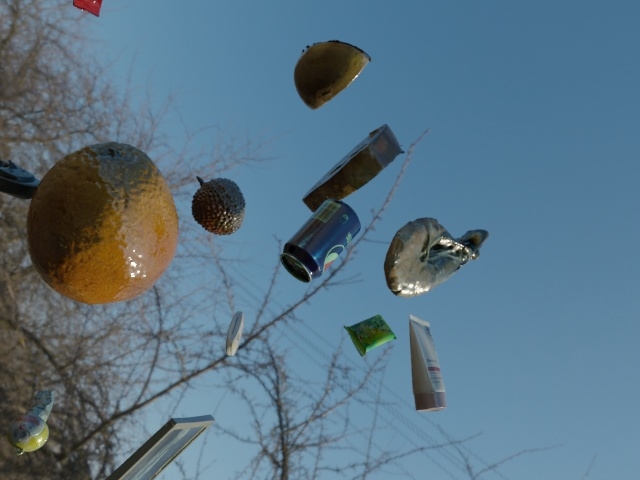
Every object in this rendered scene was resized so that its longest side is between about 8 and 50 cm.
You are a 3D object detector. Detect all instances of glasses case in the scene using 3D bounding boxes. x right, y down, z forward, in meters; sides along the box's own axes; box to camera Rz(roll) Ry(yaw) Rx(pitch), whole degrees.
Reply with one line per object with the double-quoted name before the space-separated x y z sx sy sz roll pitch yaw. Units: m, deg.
"glasses case" -0.259 0.280 1.874 0.164 0.041 0.063 -80 176 -58

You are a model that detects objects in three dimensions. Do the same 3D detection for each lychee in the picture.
"lychee" -0.301 -0.107 1.800 0.197 0.165 0.165 48 -36 14

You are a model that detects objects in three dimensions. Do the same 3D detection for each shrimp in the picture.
"shrimp" 0.333 0.031 1.791 0.109 0.445 0.221 11 -71 45

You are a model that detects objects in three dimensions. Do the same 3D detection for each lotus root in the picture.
"lotus root" 0.103 -0.226 1.990 0.111 0.375 0.390 48 2 -8

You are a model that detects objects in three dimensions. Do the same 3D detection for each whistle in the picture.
"whistle" -0.898 0.561 1.931 0.123 0.122 0.223 109 -7 -46

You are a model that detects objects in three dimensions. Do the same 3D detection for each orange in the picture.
"orange" -0.474 -0.038 1.369 0.322 0.322 0.357 33 -61 43

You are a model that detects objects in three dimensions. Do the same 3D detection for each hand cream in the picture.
"hand cream" 0.278 0.323 1.633 0.083 0.133 0.248 -15 -112 26

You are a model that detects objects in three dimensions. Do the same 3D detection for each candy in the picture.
"candy" 0.146 0.272 1.802 0.102 0.178 0.032 52 -53 21

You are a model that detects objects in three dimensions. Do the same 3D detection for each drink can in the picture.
"drink can" 0.000 0.000 1.489 0.118 0.205 0.118 35 -25 19

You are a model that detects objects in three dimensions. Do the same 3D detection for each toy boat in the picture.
"toy boat" -0.769 -0.162 1.495 0.246 0.093 0.103 19 -76 16

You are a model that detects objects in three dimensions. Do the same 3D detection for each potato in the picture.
"potato" -0.009 -0.386 1.465 0.120 0.100 0.261 34 -20 -22

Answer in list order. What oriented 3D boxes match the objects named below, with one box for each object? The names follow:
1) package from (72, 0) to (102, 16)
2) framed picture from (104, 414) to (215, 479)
"package" -0.448 -0.557 1.236 0.022 0.083 0.201 18 -80 16
"framed picture" -0.264 0.339 0.956 0.023 0.189 0.260 45 -9 13
